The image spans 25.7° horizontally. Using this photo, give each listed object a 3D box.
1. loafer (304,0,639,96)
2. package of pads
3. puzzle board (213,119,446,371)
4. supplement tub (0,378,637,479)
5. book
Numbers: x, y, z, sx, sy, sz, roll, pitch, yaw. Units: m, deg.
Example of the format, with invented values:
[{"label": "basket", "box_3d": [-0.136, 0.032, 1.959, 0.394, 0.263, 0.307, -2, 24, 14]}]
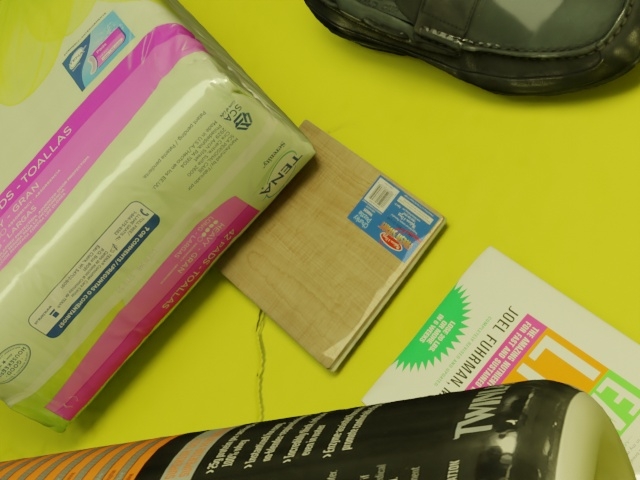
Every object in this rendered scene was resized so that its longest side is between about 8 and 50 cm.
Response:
[{"label": "loafer", "box_3d": [0.067, -0.125, 0.712, 0.223, 0.078, 0.076, 20, 79, 44]}, {"label": "package of pads", "box_3d": [-0.161, -0.055, 0.840, 0.229, 0.101, 0.296, -47, 42, 7]}, {"label": "puzzle board", "box_3d": [0.000, 0.000, 0.743, 0.096, 0.011, 0.128, -52, 46, 1]}, {"label": "supplement tub", "box_3d": [-0.043, 0.164, 0.494, 0.316, 0.193, 0.194, -11, 58, 20]}, {"label": "book", "box_3d": [0.095, 0.074, 0.611, 0.096, 0.035, 0.144, -52, 44, -2]}]
